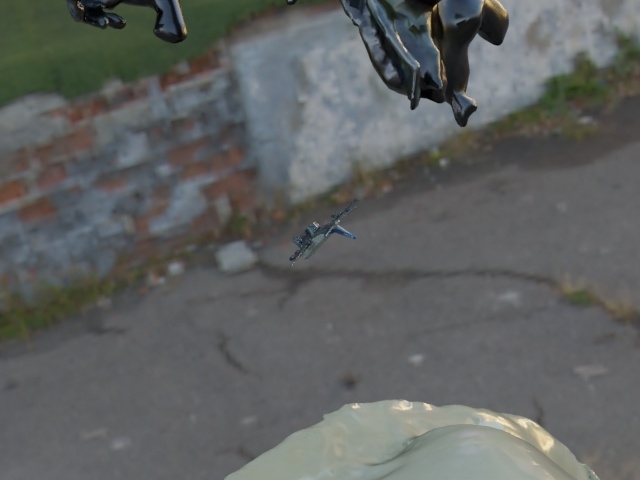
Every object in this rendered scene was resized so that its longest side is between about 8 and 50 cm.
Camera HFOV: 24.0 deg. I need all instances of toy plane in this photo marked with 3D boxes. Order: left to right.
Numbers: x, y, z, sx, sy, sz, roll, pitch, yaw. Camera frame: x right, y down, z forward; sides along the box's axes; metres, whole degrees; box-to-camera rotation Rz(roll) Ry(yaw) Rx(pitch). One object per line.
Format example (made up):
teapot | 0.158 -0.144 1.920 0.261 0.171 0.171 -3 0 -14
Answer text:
toy plane | -0.001 -0.002 1.090 0.078 0.024 0.084 -45 11 -28

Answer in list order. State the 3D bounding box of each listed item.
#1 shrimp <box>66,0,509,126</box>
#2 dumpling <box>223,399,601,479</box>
shrimp | -0.037 -0.145 0.551 0.178 0.289 0.075 -25 -22 23
dumpling | 0.126 0.218 0.697 0.233 0.395 0.315 -44 -1 38
